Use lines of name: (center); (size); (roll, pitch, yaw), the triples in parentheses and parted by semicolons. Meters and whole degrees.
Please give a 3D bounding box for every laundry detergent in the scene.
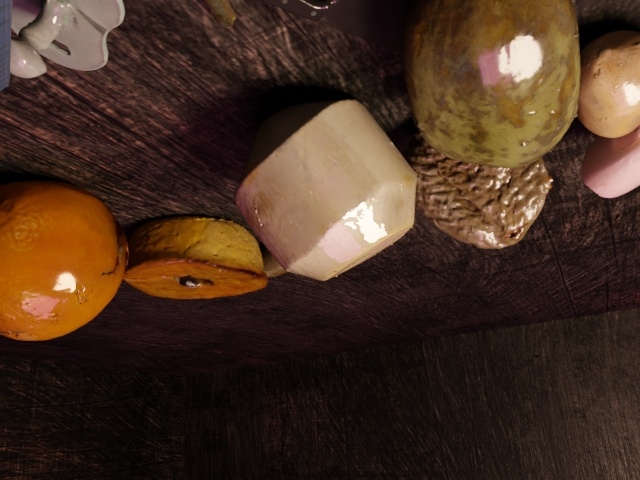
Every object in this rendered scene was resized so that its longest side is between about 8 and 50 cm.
laundry detergent: (0.441, -0.172, 0.689); (0.087, 0.159, 0.335); (40, 158, 9)

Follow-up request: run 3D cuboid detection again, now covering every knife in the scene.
knife: (0.036, -0.236, 0.589); (0.245, 0.019, 0.072); (6, 154, -35)

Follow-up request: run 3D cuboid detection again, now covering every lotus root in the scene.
lotus root: (0.165, -0.179, 0.589); (0.173, 0.173, 0.309); (-11, 152, 18)

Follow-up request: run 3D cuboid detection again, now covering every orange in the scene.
orange: (-0.419, 0.030, 0.891); (0.245, 0.246, 0.246); (-4, 160, -1)

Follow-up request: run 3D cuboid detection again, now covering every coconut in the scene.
coconut: (0.004, -0.072, 0.763); (0.241, 0.241, 0.241); (-4, 160, -1)

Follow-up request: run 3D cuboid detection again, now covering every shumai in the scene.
shumai: (0.229, -0.089, 0.825); (0.166, 0.206, 0.175); (-53, 157, 22)

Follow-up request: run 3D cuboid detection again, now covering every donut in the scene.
donut: (-0.248, 0.038, 1.161); (0.302, 0.110, 0.303); (-3, 163, -1)

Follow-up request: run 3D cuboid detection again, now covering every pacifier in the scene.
pacifier: (-0.244, -0.193, 0.507); (0.126, 0.117, 0.150); (36, 147, -24)

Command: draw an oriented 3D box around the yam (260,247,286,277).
yam: (0.000, 0.000, 1.155); (0.083, 0.083, 0.371); (13, 154, -40)

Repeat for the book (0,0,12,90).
book: (-0.273, -0.229, 0.363); (0.191, 0.025, 0.269); (42, 146, -9)

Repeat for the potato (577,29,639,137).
potato: (0.341, -0.182, 0.675); (0.111, 0.112, 0.147); (-10, 168, 15)

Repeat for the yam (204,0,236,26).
yam: (-0.121, -0.258, 0.480); (0.027, 0.029, 0.234); (-33, 156, 0)
